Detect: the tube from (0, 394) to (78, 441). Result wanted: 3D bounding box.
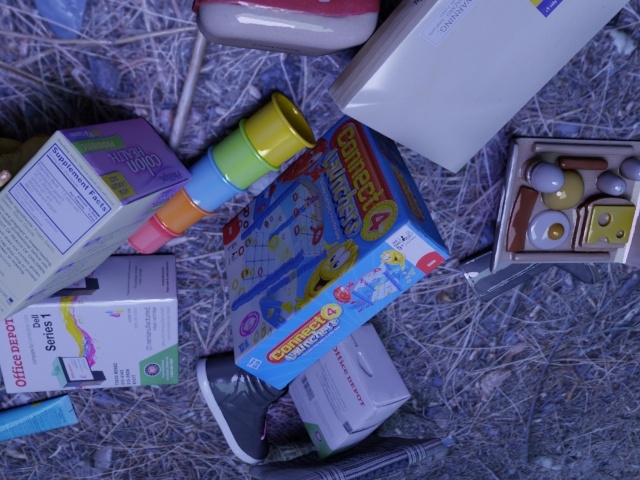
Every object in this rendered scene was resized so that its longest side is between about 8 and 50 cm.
[{"bbox_3d":[-0.564,0.339,1.324,0.207,0.052,0.080,-12,135,-11],"label":"tube"}]

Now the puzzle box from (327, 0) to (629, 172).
[{"bbox_3d":[0.233,-0.281,0.912,0.272,0.052,0.409,20,122,-45],"label":"puzzle box"}]

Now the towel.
[{"bbox_3d":[0.037,0.431,1.401,0.313,0.056,0.324,-11,171,-24],"label":"towel"}]

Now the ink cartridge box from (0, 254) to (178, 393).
[{"bbox_3d":[-0.373,0.135,1.157,0.279,0.117,0.201,-1,128,-12],"label":"ink cartridge box"}]

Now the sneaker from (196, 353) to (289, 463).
[{"bbox_3d":[-0.116,0.323,1.376,0.147,0.104,0.295,-16,126,7],"label":"sneaker"}]

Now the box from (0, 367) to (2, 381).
[{"bbox_3d":[-0.602,0.241,1.153,0.130,0.170,0.091,-25,131,7],"label":"box"}]

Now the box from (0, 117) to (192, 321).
[{"bbox_3d":[-0.327,-0.037,0.951,0.243,0.213,0.117,-39,93,19],"label":"box"}]

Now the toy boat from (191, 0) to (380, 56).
[{"bbox_3d":[-0.038,-0.313,0.883,0.231,0.151,0.151,3,98,-16],"label":"toy boat"}]

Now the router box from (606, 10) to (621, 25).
[{"bbox_3d":[0.366,-0.350,0.993,0.123,0.038,0.092,-2,129,-13],"label":"router box"}]

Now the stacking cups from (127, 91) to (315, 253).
[{"bbox_3d":[-0.155,-0.087,1.057,0.316,0.096,0.096,-35,128,20],"label":"stacking cups"}]

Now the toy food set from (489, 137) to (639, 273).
[{"bbox_3d":[0.433,-0.051,1.174,0.307,0.092,0.219,0,109,-13],"label":"toy food set"}]

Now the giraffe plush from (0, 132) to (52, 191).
[{"bbox_3d":[-0.463,-0.121,0.917,0.181,0.210,0.170,-34,99,19],"label":"giraffe plush"}]

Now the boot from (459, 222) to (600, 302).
[{"bbox_3d":[0.382,0.058,1.303,0.209,0.076,0.189,-36,113,7],"label":"boot"}]

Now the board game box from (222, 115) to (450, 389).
[{"bbox_3d":[0.000,0.000,1.014,0.302,0.308,0.086,-41,124,19],"label":"board game box"}]

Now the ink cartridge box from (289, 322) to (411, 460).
[{"bbox_3d":[0.047,0.276,1.306,0.093,0.160,0.219,-7,147,-37],"label":"ink cartridge box"}]
